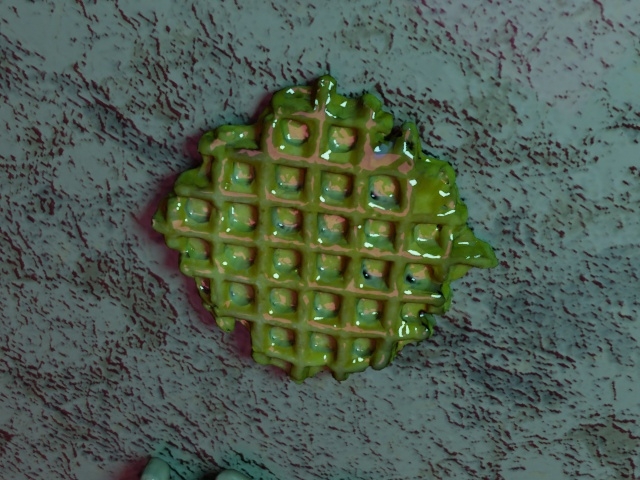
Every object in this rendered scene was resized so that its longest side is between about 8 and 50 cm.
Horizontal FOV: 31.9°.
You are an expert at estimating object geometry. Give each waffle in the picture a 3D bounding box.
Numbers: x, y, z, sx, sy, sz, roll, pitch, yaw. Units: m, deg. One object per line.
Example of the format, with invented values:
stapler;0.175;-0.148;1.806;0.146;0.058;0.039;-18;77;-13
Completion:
waffle;0.000;0.001;0.905;0.245;0.052;0.254;-33;108;21

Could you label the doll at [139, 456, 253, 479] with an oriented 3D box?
doll;-0.049;0.293;1.031;0.277;0.119;0.154;14;107;3
